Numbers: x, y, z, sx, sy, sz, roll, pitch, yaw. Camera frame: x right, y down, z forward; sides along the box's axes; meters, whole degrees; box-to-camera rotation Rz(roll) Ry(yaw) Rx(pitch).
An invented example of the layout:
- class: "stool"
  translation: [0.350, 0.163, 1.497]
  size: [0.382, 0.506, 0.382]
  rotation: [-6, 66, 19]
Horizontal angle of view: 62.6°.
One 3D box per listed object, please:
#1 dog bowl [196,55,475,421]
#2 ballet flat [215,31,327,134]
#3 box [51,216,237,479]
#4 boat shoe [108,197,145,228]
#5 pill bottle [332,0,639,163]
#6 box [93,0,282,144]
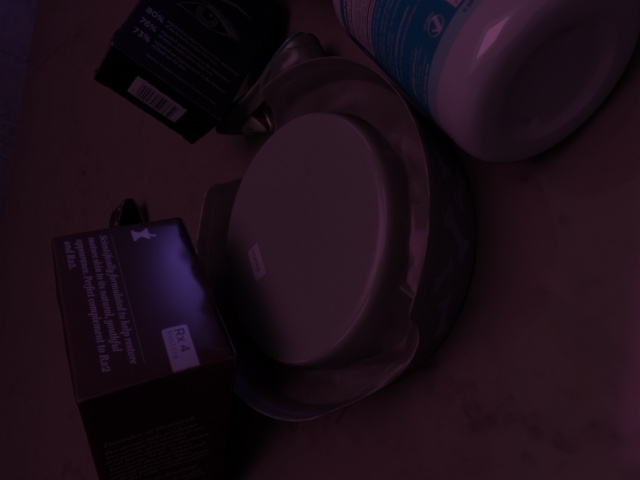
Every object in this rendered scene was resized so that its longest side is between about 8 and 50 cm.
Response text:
- class: "dog bowl"
  translation: [0.000, 0.000, 0.541]
  size: [0.349, 0.102, 0.348]
  rotation: [-13, 73, 48]
- class: "ballet flat"
  translation: [-0.066, -0.177, 0.681]
  size: [0.213, 0.072, 0.068]
  rotation: [-33, 89, 43]
- class: "box"
  translation: [-0.197, 0.180, 0.604]
  size: [0.191, 0.143, 0.381]
  rotation: [59, 147, 38]
- class: "boat shoe"
  translation: [-0.349, 0.011, 0.961]
  size: [0.073, 0.073, 0.207]
  rotation: [-51, 49, 32]
- class: "pill bottle"
  translation: [0.103, -0.192, 0.426]
  size: [0.146, 0.146, 0.264]
  rotation: [-54, 47, 27]
- class: "box"
  translation: [-0.169, -0.262, 0.692]
  size: [0.108, 0.153, 0.207]
  rotation: [-13, 48, 55]
